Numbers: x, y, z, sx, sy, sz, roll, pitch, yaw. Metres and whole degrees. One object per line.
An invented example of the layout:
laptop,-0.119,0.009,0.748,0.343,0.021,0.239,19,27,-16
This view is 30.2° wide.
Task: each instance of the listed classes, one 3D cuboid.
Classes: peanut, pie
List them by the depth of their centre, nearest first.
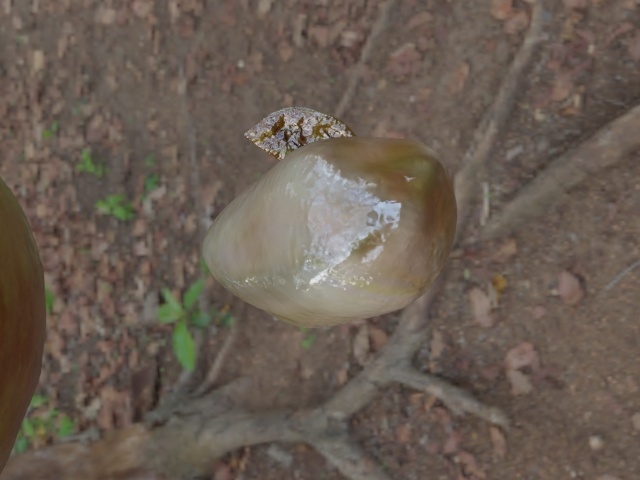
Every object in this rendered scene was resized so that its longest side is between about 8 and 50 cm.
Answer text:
peanut,0.000,0.000,0.494,0.152,0.076,0.076,-25,72,57
pie,0.014,-0.085,1.311,0.088,0.191,0.033,-39,21,25

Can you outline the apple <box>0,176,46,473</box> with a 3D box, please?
apple,-0.276,0.030,0.515,0.309,0.277,0.250,26,85,49
